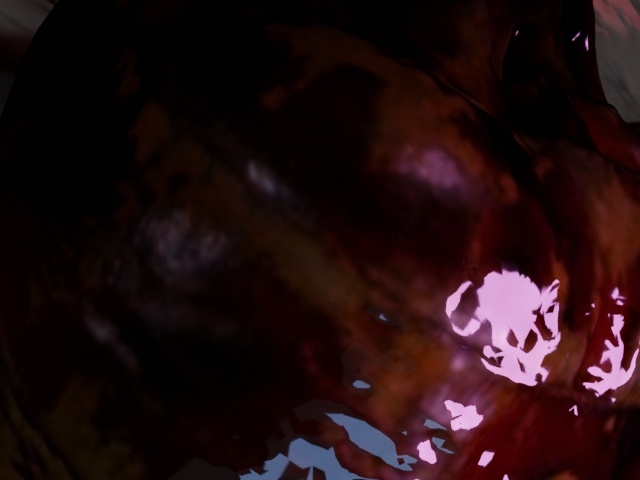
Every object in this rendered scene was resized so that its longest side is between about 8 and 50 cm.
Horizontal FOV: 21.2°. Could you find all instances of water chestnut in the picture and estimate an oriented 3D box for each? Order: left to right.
[{"bbox_3d":[0.000,0.000,0.588,0.289,0.244,0.289,-11,-176,1],"label":"water chestnut"}]

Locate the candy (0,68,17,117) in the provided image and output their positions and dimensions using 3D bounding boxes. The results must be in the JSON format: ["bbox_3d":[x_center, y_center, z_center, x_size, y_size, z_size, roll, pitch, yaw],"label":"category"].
[{"bbox_3d":[-0.185,-0.027,0.750,0.138,0.071,0.174,7,160,-27],"label":"candy"}]

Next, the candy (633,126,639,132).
[{"bbox_3d":[0.099,0.038,0.850,0.306,0.157,0.100,-7,162,11],"label":"candy"}]
